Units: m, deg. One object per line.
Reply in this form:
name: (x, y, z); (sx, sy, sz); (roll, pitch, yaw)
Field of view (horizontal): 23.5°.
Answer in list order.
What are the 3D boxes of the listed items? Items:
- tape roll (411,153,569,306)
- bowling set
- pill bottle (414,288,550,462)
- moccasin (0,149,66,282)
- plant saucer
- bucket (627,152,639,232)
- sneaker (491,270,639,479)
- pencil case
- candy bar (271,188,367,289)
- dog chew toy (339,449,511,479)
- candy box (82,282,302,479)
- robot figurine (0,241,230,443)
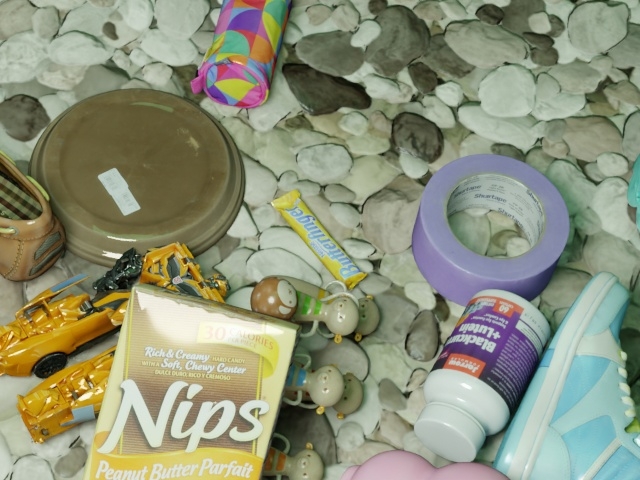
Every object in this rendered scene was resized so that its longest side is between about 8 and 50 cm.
tape roll: (0.212, -0.011, 1.936); (0.189, 0.080, 0.189); (3, 57, -4)
bowling set: (-0.015, 0.133, 1.755); (0.154, 0.200, 0.287); (13, 61, 0)
pill bottle: (0.186, 0.161, 1.807); (0.108, 0.108, 0.193); (26, 58, 10)
moccasin: (-0.469, -0.097, 1.854); (0.380, 0.147, 0.139); (39, 59, 21)
plant saucer: (-0.233, -0.088, 1.956); (0.277, 0.041, 0.278); (3, 58, -5)
bucket: (0.548, -0.100, 1.970); (0.281, 0.183, 0.281); (4, 57, -6)
sneaker: (0.343, 0.201, 1.796); (0.208, 0.127, 0.319); (25, 65, 9)
pencil case: (-0.097, -0.288, 2.065); (0.104, 0.104, 0.236); (14, 56, 2)
candy bar: (0.000, 0.000, 1.940); (0.040, 0.018, 0.161); (-30, 65, -23)
dog chew toy: (0.166, 0.335, 1.651); (0.331, 0.207, 0.207); (24, 58, 18)
candy box: (-0.148, 0.220, 1.648); (0.182, 0.087, 0.317); (15, 93, 2)
robot figurine: (-0.235, 0.107, 1.791); (0.291, 0.085, 0.211); (-28, 58, -16)
